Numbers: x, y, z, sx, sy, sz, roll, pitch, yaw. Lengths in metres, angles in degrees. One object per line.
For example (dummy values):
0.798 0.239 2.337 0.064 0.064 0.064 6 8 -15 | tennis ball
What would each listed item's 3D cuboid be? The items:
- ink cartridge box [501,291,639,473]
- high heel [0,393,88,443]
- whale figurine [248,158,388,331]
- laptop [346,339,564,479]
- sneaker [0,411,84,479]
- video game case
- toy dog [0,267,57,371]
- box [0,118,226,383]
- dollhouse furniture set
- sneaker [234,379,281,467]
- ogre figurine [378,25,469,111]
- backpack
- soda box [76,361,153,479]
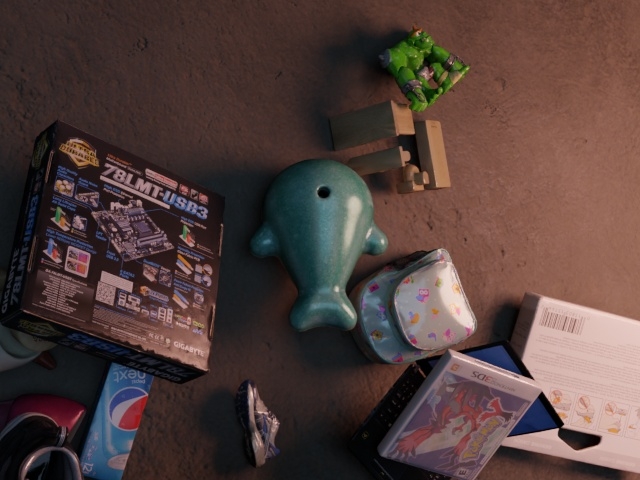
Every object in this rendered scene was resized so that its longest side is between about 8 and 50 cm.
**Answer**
0.459 0.248 1.639 0.296 0.066 0.261 15 93 -16 | ink cartridge box
-0.417 0.401 1.291 0.181 0.127 0.377 0 81 -8 | high heel
0.000 0.000 1.438 0.216 0.141 0.271 1 67 -6 | whale figurine
0.215 0.304 1.472 0.264 0.137 0.234 -48 124 -16 | laptop
-0.379 0.353 1.189 0.101 0.153 0.268 20 74 -30 | sneaker
0.212 0.270 1.430 0.184 0.023 0.201 22 112 -26 | video game case
-0.484 0.180 1.282 0.334 0.220 0.161 -26 125 -12 | toy dog
-0.274 0.019 1.311 0.296 0.073 0.293 25 52 -37 | box
0.118 -0.147 1.581 0.151 0.123 0.144 -6 87 -54 | dollhouse furniture set
-0.094 0.279 1.464 0.058 0.052 0.135 -11 96 -29 | sneaker
0.166 -0.286 1.566 0.118 0.097 0.197 45 60 2 | ogre figurine
0.142 0.113 1.507 0.188 0.144 0.165 -22 95 -10 | backpack
-0.297 0.243 1.381 0.067 0.071 0.210 19 79 -16 | soda box
